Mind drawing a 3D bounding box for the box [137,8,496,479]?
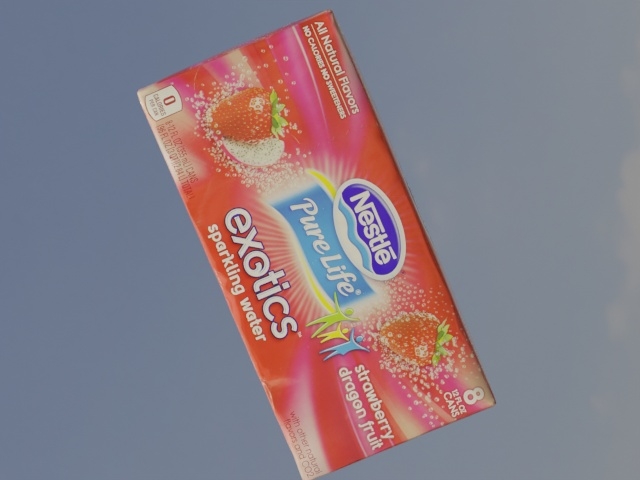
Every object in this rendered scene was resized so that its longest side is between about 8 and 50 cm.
[{"bbox_3d":[0.000,0.000,0.941,0.122,0.128,0.257,-74,-39,-85],"label":"box"}]
